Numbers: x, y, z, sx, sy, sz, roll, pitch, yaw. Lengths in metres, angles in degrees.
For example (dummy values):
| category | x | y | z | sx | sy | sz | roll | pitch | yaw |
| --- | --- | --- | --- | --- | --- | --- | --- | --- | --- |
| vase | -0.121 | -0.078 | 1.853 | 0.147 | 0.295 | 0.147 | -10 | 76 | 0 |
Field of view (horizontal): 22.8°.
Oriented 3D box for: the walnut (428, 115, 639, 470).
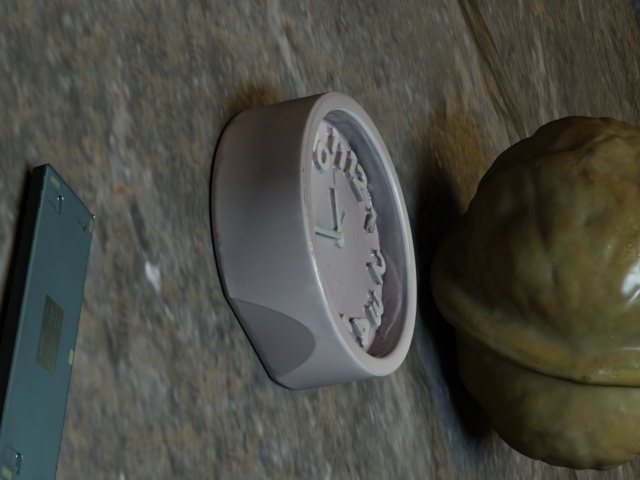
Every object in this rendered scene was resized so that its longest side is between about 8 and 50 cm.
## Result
| category | x | y | z | sx | sy | sz | roll | pitch | yaw |
| --- | --- | --- | --- | --- | --- | --- | --- | --- | --- |
| walnut | 0.235 | 0.051 | 1.379 | 0.285 | 0.285 | 0.296 | -57 | 154 | -60 |

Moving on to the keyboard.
| category | x | y | z | sx | sy | sz | roll | pitch | yaw |
| --- | --- | --- | --- | --- | --- | --- | --- | --- | --- |
| keyboard | -0.139 | 0.048 | 0.793 | 0.055 | 0.014 | 0.176 | 52 | 35 | -50 |

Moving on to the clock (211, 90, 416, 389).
| category | x | y | z | sx | sy | sz | roll | pitch | yaw |
| --- | --- | --- | --- | --- | --- | --- | --- | --- | --- |
| clock | 0.000 | 0.000 | 1.083 | 0.197 | 0.068 | 0.197 | -11 | 90 | -68 |
